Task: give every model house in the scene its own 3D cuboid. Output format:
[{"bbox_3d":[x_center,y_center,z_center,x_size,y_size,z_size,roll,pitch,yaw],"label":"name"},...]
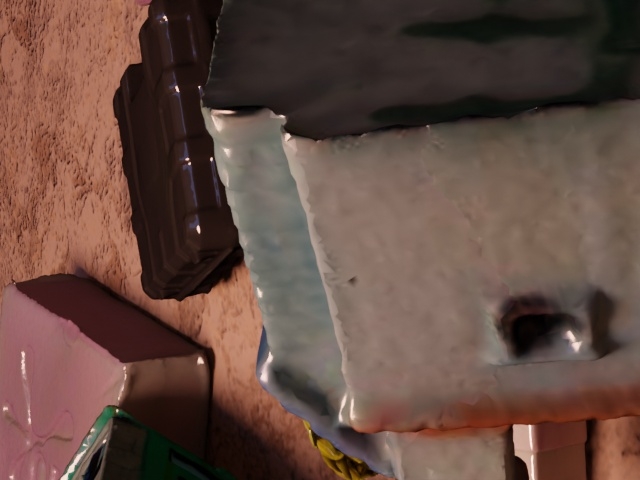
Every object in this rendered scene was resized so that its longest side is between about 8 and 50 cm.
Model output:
[{"bbox_3d":[0.109,0.004,0.733,0.252,0.294,0.329,-84,-15,-57],"label":"model house"}]

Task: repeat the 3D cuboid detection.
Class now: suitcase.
[{"bbox_3d":[-0.111,-0.068,1.134,0.285,0.066,0.206,144,118,-72],"label":"suitcase"}]

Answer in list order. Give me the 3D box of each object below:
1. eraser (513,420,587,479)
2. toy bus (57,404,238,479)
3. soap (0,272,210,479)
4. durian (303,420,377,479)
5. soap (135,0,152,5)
[{"bbox_3d":[0.118,0.047,0.880,0.095,0.052,0.225,1,94,55],"label":"eraser"},{"bbox_3d":[-0.136,0.286,1.073,0.184,0.199,0.343,-58,11,11],"label":"toy bus"},{"bbox_3d":[-0.222,0.202,1.373,0.296,0.107,0.286,20,108,53],"label":"soap"},{"bbox_3d":[0.000,0.000,0.968,0.169,0.158,0.352,-13,86,62],"label":"durian"},{"bbox_3d":[-0.087,-0.260,1.145,0.203,0.065,0.122,4,97,57],"label":"soap"}]
